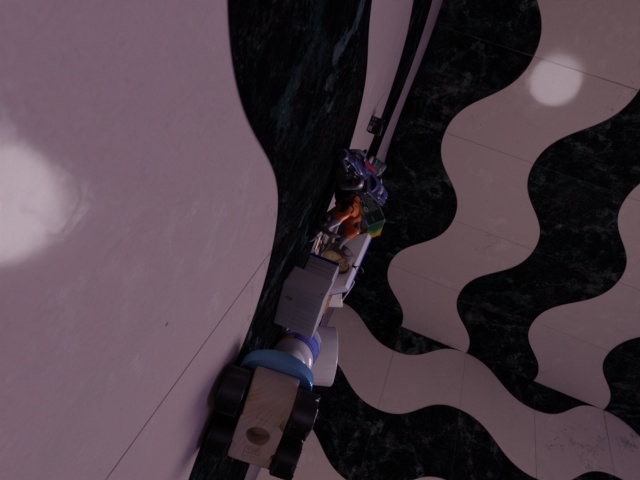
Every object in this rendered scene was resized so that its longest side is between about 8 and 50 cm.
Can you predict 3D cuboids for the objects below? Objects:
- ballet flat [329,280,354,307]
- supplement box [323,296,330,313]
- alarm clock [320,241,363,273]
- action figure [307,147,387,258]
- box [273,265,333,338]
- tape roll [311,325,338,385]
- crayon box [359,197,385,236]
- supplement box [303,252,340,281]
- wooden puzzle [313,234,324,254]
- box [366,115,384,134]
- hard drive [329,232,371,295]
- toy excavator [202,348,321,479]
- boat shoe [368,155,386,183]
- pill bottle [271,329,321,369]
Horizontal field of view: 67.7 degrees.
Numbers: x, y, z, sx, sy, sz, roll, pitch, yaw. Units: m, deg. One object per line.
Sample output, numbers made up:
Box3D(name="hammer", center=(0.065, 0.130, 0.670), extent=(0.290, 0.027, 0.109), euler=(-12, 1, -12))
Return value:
Box3D(name="ballet flat", center=(0.131, 0.172, 2.537), extent=(0.139, 0.139, 0.400), euler=(77, 32, -77))
Box3D(name="supplement box", center=(0.025, 0.249, 2.376), extent=(0.080, 0.078, 0.233), euler=(-48, 158, -62))
Box3D(name="alarm clock", center=(0.086, 0.076, 1.866), extent=(0.064, 0.192, 0.129), euler=(-50, 164, -35))
Box3D(name="action figure", center=(0.067, -0.150, 1.464), extent=(0.341, 0.178, 0.330), euler=(42, 60, -53))
Box3D(name="box", center=(-0.052, 0.185, 1.427), extent=(0.091, 0.130, 0.170), euler=(-57, 167, -54))
Box3D(name="tape roll", center=(-0.031, 0.472, 1.973), extent=(0.246, 0.169, 0.246), euler=(-173, -90, -82))
Box3D(name="crayon box", center=(0.202, -0.126, 2.122), extent=(0.323, 0.083, 0.203), euler=(74, -5, -77))
Box3D(name="supplement box", center=(-0.024, 0.173, 1.664), extent=(0.111, 0.114, 0.220), euler=(92, 20, -72))
Box3D(name="wooden puzzle", center=(0.000, 0.000, 1.727), extent=(0.078, 0.014, 0.116), euler=(-50, 161, -67))
Box3D(name="box", center=(0.218, -0.448, 1.870), extent=(0.083, 0.052, 0.062), euler=(-29, 140, -77))
Box3D(name="hard drive", center=(0.080, 0.107, 2.010), extent=(0.210, 0.040, 0.319), euler=(-17, -149, 38))
Box3D(name="toy excavator", center=(-0.137, 0.412, 1.277), extent=(0.445, 0.222, 0.433), euler=(-73, -178, -63))
Box3D(name="boat shoe", center=(0.266, -0.305, 2.440), extent=(0.319, 0.099, 0.116), euler=(98, 15, -61))
Box3D(name="pill bottle", center=(-0.091, 0.404, 1.688), extent=(0.272, 0.152, 0.152), euler=(-29, 140, -78))
